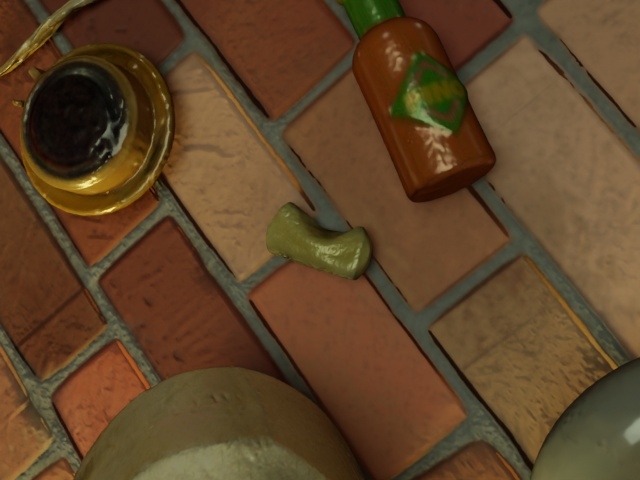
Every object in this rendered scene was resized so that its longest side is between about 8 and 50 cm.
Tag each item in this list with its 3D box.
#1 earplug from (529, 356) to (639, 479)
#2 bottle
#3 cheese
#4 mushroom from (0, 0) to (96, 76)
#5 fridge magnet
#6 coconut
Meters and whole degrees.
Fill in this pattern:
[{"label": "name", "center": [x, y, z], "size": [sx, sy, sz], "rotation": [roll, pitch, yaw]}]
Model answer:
[{"label": "earplug", "center": [0.247, 0.212, 0.462], "size": [0.214, 0.175, 0.325], "rotation": [-25, 79, 14]}, {"label": "bottle", "center": [0.056, -0.122, 0.603], "size": [0.069, 0.069, 0.187], "rotation": [-28, 78, 16]}, {"label": "cheese", "center": [0.000, 0.000, 0.635], "size": [0.083, 0.030, 0.044], "rotation": [17, 99, 25]}, {"label": "mushroom", "center": [-0.170, -0.219, 0.713], "size": [0.286, 0.026, 0.028], "rotation": [-37, 60, 16]}, {"label": "fridge magnet", "center": [-0.184, -0.091, 0.687], "size": [0.143, 0.063, 0.143], "rotation": [-2, 83, 20]}, {"label": "coconut", "center": [-0.062, 0.204, 0.557], "size": [0.241, 0.241, 0.241], "rotation": [-1, 87, 19]}]
